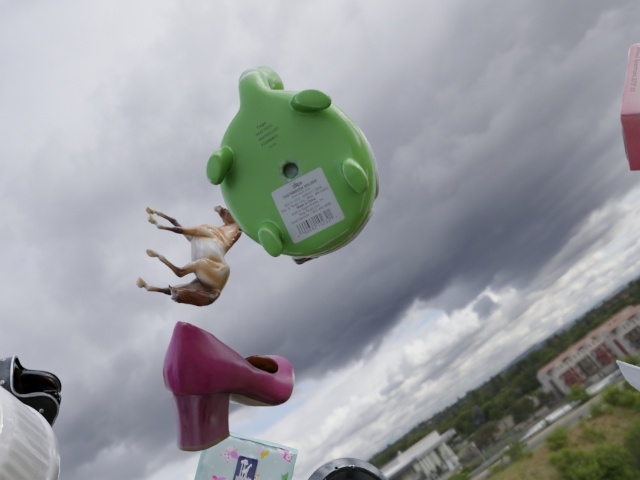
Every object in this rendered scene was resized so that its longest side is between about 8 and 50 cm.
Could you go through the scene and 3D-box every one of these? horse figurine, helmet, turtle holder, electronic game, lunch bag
[{"bbox_3d":[-0.210,0.025,0.995,0.175,0.263,0.066,19,-54,-25],"label":"horse figurine"},{"bbox_3d":[-0.599,0.315,1.155,0.162,0.169,0.169,27,-57,-24],"label":"helmet"},{"bbox_3d":[-0.051,-0.118,0.962,0.243,0.320,0.227,-56,-12,6],"label":"turtle holder"},{"bbox_3d":[0.063,0.557,1.197,0.229,0.229,0.048,-22,-20,-34],"label":"electronic game"},{"bbox_3d":[-0.178,0.573,1.357,0.160,0.224,0.262,-59,-18,-80],"label":"lunch bag"}]

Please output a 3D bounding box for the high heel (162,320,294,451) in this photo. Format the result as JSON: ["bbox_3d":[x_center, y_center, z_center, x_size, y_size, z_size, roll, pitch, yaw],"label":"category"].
[{"bbox_3d":[-0.129,0.193,0.980,0.127,0.181,0.377,-2,2,13],"label":"high heel"}]

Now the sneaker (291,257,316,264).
[{"bbox_3d":[0.000,0.000,1.438,0.178,0.072,0.077,-24,-27,-14],"label":"sneaker"}]

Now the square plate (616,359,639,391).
[{"bbox_3d":[0.664,0.280,0.878,0.347,0.344,0.049,24,-95,-41],"label":"square plate"}]

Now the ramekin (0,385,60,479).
[{"bbox_3d":[-0.492,0.297,0.757,0.273,0.273,0.127,-27,-43,-23],"label":"ramekin"}]

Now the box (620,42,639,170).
[{"bbox_3d":[0.548,-0.192,0.808,0.127,0.232,0.148,50,-128,-43],"label":"box"}]
